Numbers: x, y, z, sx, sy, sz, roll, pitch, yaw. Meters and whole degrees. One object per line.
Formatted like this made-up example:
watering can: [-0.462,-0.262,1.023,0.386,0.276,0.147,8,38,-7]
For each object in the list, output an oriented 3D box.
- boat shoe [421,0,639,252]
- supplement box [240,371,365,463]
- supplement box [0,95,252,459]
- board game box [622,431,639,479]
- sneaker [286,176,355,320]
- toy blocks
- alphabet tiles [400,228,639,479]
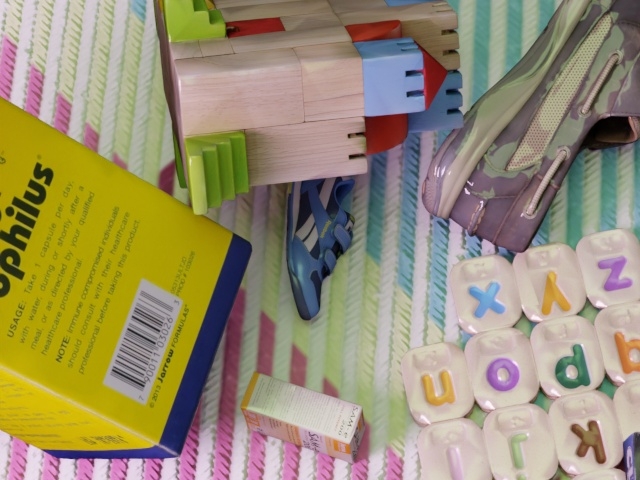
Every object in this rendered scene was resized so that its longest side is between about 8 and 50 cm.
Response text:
boat shoe: [0.238,-0.134,1.707,0.130,0.132,0.355,39,84,7]
supplement box: [-0.014,0.150,1.632,0.098,0.062,0.036,17,69,11]
supplement box: [-0.267,0.018,1.531,0.356,0.194,0.195,31,67,-32]
board game box: [0.373,0.236,1.563,0.243,0.042,0.165,-1,71,-2]
sneaker: [0.000,0.000,1.697,0.059,0.053,0.144,1,69,3]
toy blocks: [0.002,-0.146,1.636,0.261,0.381,0.191,-6,112,-6]
alphabet tiles: [0.217,0.132,1.645,0.284,0.021,0.278,-12,67,-1]
